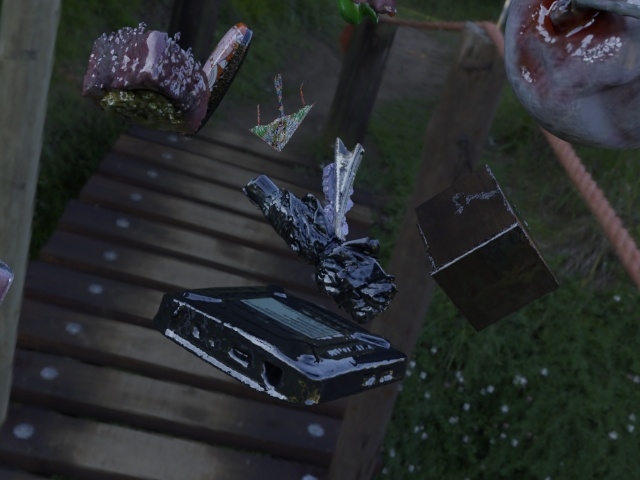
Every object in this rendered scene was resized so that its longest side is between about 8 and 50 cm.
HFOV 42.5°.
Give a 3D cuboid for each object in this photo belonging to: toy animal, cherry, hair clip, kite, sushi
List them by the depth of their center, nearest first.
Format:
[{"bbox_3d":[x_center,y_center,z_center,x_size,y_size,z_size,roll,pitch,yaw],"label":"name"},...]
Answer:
[{"bbox_3d":[0.108,-0.293,0.861,0.208,0.103,0.100,-1,36,37],"label":"toy animal"},{"bbox_3d":[0.389,-0.257,1.017,0.335,0.326,0.291,37,-7,-36],"label":"cherry"},{"bbox_3d":[-0.214,-0.205,1.099,0.161,0.107,0.241,16,-9,-37],"label":"sushi"},{"bbox_3d":[0.044,-0.083,1.821,0.084,0.292,0.106,1,-16,25],"label":"hair clip"},{"bbox_3d":[-0.093,-0.311,1.957,0.006,0.198,0.244,36,43,-45],"label":"kite"}]

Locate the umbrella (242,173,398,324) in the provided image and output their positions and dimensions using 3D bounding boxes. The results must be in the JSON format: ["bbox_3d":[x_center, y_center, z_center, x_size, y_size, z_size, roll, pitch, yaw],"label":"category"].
[{"bbox_3d":[0.008,-0.002,1.487,0.336,0.128,0.154,51,33,18],"label":"umbrella"}]

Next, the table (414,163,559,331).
[{"bbox_3d":[0.280,0.013,1.442,0.169,0.172,0.193,48,19,-33],"label":"table"}]

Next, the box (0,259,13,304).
[{"bbox_3d":[-0.453,0.014,0.874,0.120,0.069,0.224,18,-8,34],"label":"box"}]

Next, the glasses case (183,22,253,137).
[{"bbox_3d":[-0.224,-0.336,1.733,0.067,0.267,0.103,30,12,-17],"label":"glasses case"}]

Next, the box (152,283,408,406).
[{"bbox_3d":[-0.050,0.138,1.174,0.290,0.073,0.289,23,13,32],"label":"box"}]
